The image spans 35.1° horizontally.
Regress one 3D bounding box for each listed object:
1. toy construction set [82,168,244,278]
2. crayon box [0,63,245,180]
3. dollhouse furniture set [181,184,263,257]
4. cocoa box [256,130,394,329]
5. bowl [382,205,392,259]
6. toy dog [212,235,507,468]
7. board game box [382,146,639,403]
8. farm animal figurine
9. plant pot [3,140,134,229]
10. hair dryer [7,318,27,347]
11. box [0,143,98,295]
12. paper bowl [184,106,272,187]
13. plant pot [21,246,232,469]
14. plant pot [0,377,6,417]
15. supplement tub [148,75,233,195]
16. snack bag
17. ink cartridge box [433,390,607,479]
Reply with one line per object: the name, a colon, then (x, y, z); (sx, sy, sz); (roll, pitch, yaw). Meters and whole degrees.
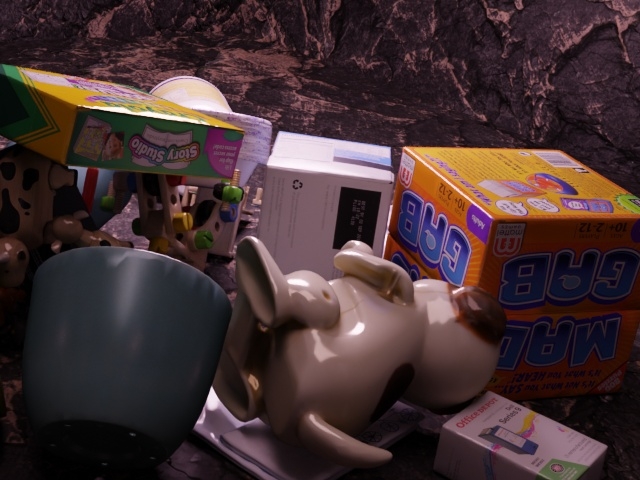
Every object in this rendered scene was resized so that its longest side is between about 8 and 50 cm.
toy construction set: (-0.307, -0.003, 1.909); (0.309, 0.237, 0.257); (8, -16, 1)
crayon box: (-0.366, -0.202, 1.716); (0.313, 0.106, 0.363); (23, 14, 37)
dollhouse furniture set: (-0.212, -0.051, 2.266); (0.212, 0.160, 0.242); (12, 1, 7)
cocoa box: (0.000, 0.000, 1.887); (0.232, 0.346, 0.228); (8, 22, 0)
bowl: (0.174, 0.011, 2.207); (0.298, 0.134, 0.298); (8, 23, -3)
toy dog: (0.090, 0.157, 1.550); (0.408, 0.284, 0.395); (-4, 27, -31)
board game box: (0.352, 0.051, 1.883); (0.357, 0.356, 0.356); (0, 24, -21)
farm animal figurine: (-0.458, -0.008, 1.641); (0.331, 0.326, 0.172); (-14, -7, 15)
plant pot: (-0.556, -0.092, 2.043); (0.272, 0.271, 0.255); (14, 37, 12)
hair dryer: (-0.369, 0.172, 1.686); (0.224, 0.080, 0.293); (-10, 29, -36)
box: (-0.528, -0.044, 1.839); (0.184, 0.261, 0.103); (-17, 13, 26)
paper bowl: (-0.244, -0.181, 2.033); (0.285, 0.148, 0.284); (6, 2, 0)
plant pot: (-0.285, 0.184, 1.431); (0.293, 0.293, 0.235); (7, 56, -3)
plant pot: (-0.664, 0.121, 1.408); (0.353, 0.366, 0.366); (-15, 30, -22)
supplement tub: (-0.320, -0.257, 2.523); (0.241, 0.240, 0.331); (2, 23, -16)
snack bag: (-0.056, 0.270, 1.629); (0.343, 0.037, 0.323); (25, 28, 34)
ink cartridge box: (0.302, 0.332, 1.540); (0.212, 0.093, 0.154); (22, 26, 33)
